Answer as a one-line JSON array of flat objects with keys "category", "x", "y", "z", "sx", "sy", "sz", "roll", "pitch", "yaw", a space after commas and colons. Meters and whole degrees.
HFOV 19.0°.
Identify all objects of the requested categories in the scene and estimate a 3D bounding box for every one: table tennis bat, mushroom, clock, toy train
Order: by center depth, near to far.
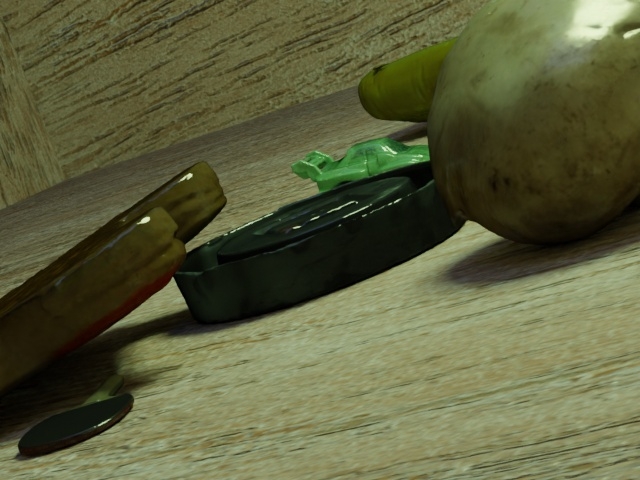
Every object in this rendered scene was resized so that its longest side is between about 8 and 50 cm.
[{"category": "table tennis bat", "x": -0.178, "y": 0.130, "z": 1.453, "sx": 0.087, "sy": 0.013, "sz": 0.156, "roll": -19, "pitch": 8, "yaw": 15}, {"category": "mushroom", "x": 0.189, "y": -0.102, "z": 1.476, "sx": 0.255, "sy": 0.254, "sz": 0.184, "roll": -13, "pitch": -32, "yaw": 44}, {"category": "clock", "x": 0.000, "y": 0.000, "z": 1.740, "sx": 0.281, "sy": 0.055, "sz": 0.280, "roll": -21, "pitch": 8, "yaw": 3}, {"category": "toy train", "x": 0.056, "y": -0.071, "z": 1.991, "sx": 0.149, "sy": 0.081, "sz": 0.099, "roll": -18, "pitch": 7, "yaw": 21}]

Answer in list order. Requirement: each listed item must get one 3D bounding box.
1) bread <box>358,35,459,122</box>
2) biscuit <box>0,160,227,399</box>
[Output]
[{"category": "bread", "x": 0.211, "y": -0.221, "z": 2.518, "sx": 0.166, "sy": 0.112, "sz": 0.383, "roll": -24, "pitch": 7, "yaw": -37}, {"category": "biscuit", "x": -0.232, "y": 0.067, "z": 1.672, "sx": 0.368, "sy": 0.076, "sz": 0.394, "roll": -34, "pitch": 6, "yaw": 0}]
